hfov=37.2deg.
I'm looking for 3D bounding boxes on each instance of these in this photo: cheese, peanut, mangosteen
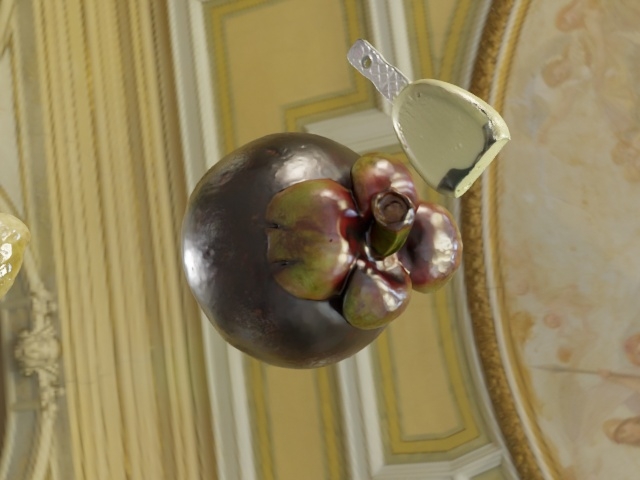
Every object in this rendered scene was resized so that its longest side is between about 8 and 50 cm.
[{"bbox_3d":[0.124,-0.175,1.231,0.251,0.054,0.127,48,-65,21],"label":"cheese"},{"bbox_3d":[-0.482,0.051,1.238,0.120,0.110,0.236,41,-108,14],"label":"peanut"},{"bbox_3d":[0.000,0.000,1.445,0.435,0.382,0.382,-24,-103,35],"label":"mangosteen"}]
